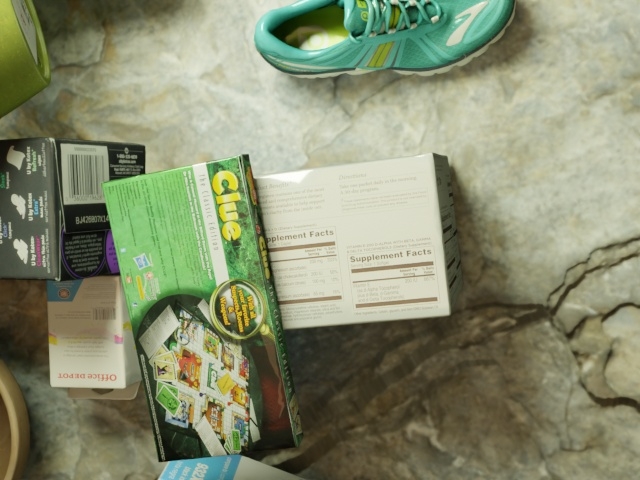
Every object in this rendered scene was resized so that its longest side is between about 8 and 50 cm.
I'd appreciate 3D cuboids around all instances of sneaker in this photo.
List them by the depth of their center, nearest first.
[{"bbox_3d":[0.064,-0.221,0.853,0.275,0.110,0.107,-10,90,12],"label":"sneaker"}]

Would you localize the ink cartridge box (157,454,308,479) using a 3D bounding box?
[{"bbox_3d":[-0.048,0.373,0.864,0.307,0.129,0.223,20,97,0],"label":"ink cartridge box"}]

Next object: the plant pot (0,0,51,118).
[{"bbox_3d":[-0.413,-0.173,0.752,0.293,0.275,0.274,-16,89,-6],"label":"plant pot"}]

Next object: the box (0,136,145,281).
[{"bbox_3d":[-0.344,-0.034,0.904,0.270,0.165,0.143,0,93,22],"label":"box"}]

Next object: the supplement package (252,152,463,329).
[{"bbox_3d":[0.000,0.000,0.827,0.262,0.204,0.145,-5,94,13],"label":"supplement package"}]

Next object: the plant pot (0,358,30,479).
[{"bbox_3d":[-0.435,0.215,0.981,0.237,0.110,0.237,0,92,13],"label":"plant pot"}]

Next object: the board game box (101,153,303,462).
[{"bbox_3d":[-0.104,0.063,0.736,0.136,0.030,0.259,-9,95,16],"label":"board game box"}]

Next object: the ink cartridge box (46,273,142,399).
[{"bbox_3d":[-0.247,0.107,0.944,0.092,0.090,0.143,0,93,13],"label":"ink cartridge box"}]
